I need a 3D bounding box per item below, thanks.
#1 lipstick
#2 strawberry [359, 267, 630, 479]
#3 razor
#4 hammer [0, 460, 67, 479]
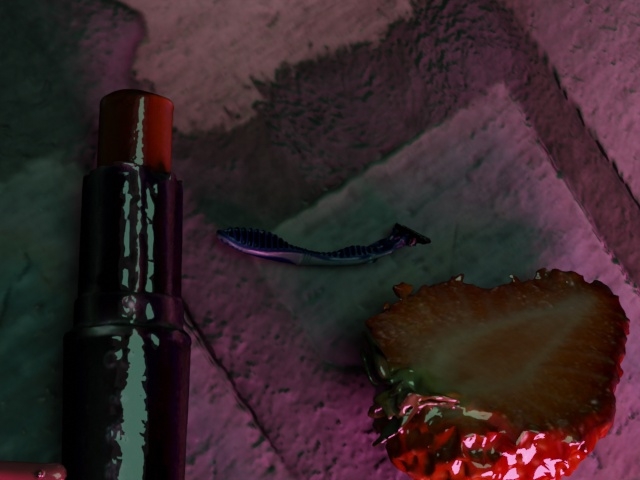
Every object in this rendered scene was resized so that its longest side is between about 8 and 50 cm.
[{"bbox_3d":[-0.120,0.052,0.807,0.081,0.081,0.300,6,75,-24],"label":"lipstick"},{"bbox_3d":[0.122,0.112,0.903,0.235,0.107,0.175,1,40,-26],"label":"strawberry"},{"bbox_3d":[0.000,0.004,0.906,0.154,0.044,0.028,-1,103,-24],"label":"razor"},{"bbox_3d":[-0.190,0.136,0.763,0.083,0.031,0.053,3,76,8],"label":"hammer"}]
